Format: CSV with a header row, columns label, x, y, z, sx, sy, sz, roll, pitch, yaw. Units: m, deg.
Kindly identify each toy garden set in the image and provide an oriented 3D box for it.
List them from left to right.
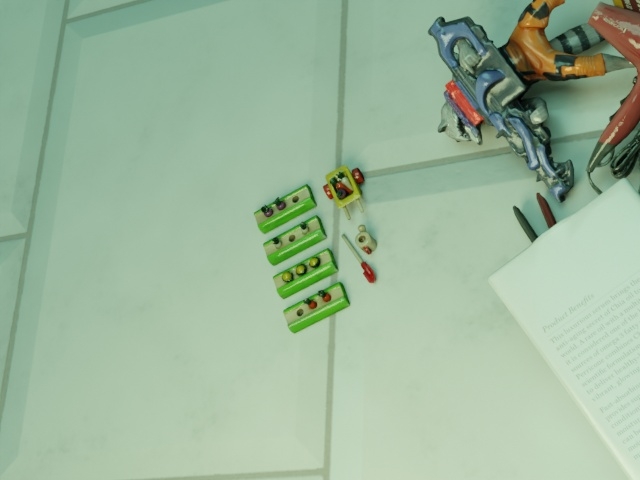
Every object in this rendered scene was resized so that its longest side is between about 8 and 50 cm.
label,x,y,z,sx,sy,sz,roll,pitch,yaw
toy garden set,0.000,0.000,1.791,0.204,0.049,0.244,-28,58,14

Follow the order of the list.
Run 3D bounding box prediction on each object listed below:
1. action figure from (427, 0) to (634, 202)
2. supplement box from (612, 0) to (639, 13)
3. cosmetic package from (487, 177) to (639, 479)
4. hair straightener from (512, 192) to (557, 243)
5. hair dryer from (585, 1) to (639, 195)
label,x,y,z,sx,sy,sz,roll,pitch,yaw
action figure,0.341,-0.235,1.695,0.330,0.178,0.341,-29,87,20
supplement box,0.565,-0.444,1.652,0.191,0.129,0.194,29,83,34
cosmetic package,0.444,0.170,1.388,0.230,0.161,0.453,-37,61,11
hair straightener,0.334,0.043,1.608,0.089,0.047,0.230,-27,62,15
hair dryer,0.462,-0.209,1.551,0.224,0.080,0.293,-20,90,13
